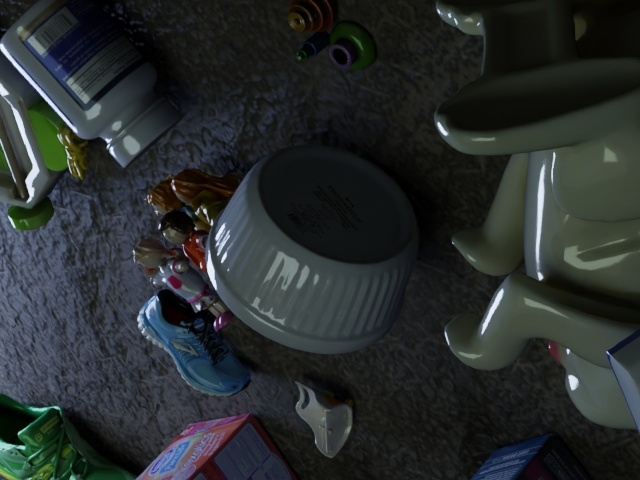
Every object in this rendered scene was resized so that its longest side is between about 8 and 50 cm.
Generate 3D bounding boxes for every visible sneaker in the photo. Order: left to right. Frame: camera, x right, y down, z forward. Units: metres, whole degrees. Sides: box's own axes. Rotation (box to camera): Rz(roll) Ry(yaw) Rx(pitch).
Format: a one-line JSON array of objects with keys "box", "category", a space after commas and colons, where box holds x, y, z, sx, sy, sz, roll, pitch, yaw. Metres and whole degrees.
[{"box": [-0.366, 0.303, 2.446, 0.296, 0.109, 0.123, 23, 141, 28], "category": "sneaker"}, {"box": [-0.148, 0.121, 2.110, 0.162, 0.063, 0.073, 39, 139, 8], "category": "sneaker"}]

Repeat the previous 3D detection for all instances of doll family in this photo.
[{"box": [-0.121, -0.005, 1.950, 0.163, 0.118, 0.263, 42, 161, -5], "category": "doll family"}]

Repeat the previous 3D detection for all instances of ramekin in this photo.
[{"box": [0.000, 0.000, 1.748, 0.207, 0.207, 0.109, 37, 133, 12], "category": "ramekin"}]

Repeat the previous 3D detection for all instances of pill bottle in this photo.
[{"box": [-0.240, -0.173, 1.884, 0.186, 0.112, 0.112, 49, 143, -3], "category": "pill bottle"}]

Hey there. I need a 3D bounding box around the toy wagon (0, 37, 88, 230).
[{"box": [-0.387, -0.139, 2.094, 0.344, 0.068, 0.267, 13, 132, 35], "category": "toy wagon"}]

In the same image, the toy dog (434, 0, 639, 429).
[{"box": [0.283, -0.013, 1.445, 0.395, 0.284, 0.408, -13, 122, 2], "category": "toy dog"}]

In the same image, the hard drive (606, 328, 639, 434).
[{"box": [0.385, 0.078, 1.350, 0.040, 0.319, 0.210, 48, 168, 55], "category": "hard drive"}]

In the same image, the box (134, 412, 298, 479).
[{"box": [-0.089, 0.381, 2.221, 0.142, 0.154, 0.300, -15, 114, 50], "category": "box"}]

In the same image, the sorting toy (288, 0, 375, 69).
[{"box": [0.002, -0.194, 1.692, 0.102, 0.042, 0.061, 47, 143, -2], "category": "sorting toy"}]

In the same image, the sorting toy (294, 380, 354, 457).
[{"box": [-0.002, 0.196, 2.060, 0.075, 0.045, 0.083, 31, 141, 31], "category": "sorting toy"}]

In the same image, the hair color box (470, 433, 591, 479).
[{"box": [0.171, 0.374, 1.802, 0.174, 0.347, 0.105, 52, 142, -9], "category": "hair color box"}]
